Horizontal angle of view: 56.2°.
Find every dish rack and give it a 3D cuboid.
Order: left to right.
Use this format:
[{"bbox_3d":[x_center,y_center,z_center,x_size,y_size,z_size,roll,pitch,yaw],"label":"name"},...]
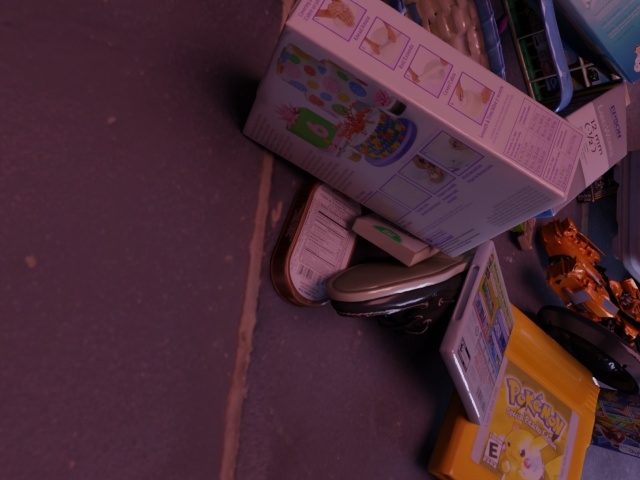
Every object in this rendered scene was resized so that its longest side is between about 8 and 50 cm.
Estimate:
[{"bbox_3d":[0.707,-0.032,1.310,0.332,0.072,0.286,25,69,-47],"label":"dish rack"}]

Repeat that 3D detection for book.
[{"bbox_3d":[0.119,-0.011,0.852,0.144,0.096,0.035,-21,138,-56],"label":"book"}]

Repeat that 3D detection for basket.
[{"bbox_3d":[0.185,-0.278,0.815,0.201,0.289,0.255,-20,103,-32],"label":"basket"}]

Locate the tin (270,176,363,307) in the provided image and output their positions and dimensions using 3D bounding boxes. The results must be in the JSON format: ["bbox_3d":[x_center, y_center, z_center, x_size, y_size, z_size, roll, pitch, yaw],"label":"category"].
[{"bbox_3d":[0.000,0.000,0.816,0.106,0.040,0.190,34,67,-36],"label":"tin"}]

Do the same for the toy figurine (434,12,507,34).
[{"bbox_3d":[0.249,-0.401,1.010,0.159,0.130,0.173,31,43,-47],"label":"toy figurine"}]

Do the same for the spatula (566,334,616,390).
[{"bbox_3d":[0.567,0.262,1.167,0.019,0.168,0.242,-44,118,-15],"label":"spatula"}]

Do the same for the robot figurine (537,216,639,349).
[{"bbox_3d":[0.535,0.093,1.160,0.291,0.085,0.211,35,42,-24],"label":"robot figurine"}]

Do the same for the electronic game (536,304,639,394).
[{"bbox_3d":[0.488,0.194,1.067,0.048,0.229,0.229,-49,117,-9],"label":"electronic game"}]

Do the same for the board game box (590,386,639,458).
[{"bbox_3d":[0.561,0.342,1.125,0.035,0.201,0.136,-37,110,-29],"label":"board game box"}]

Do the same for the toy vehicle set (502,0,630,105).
[{"bbox_3d":[0.449,-0.356,1.106,0.035,0.166,0.267,-31,106,-38],"label":"toy vehicle set"}]

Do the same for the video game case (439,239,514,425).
[{"bbox_3d":[0.237,0.139,0.887,0.193,0.023,0.212,-61,140,-30],"label":"video game case"}]

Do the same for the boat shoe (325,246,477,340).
[{"bbox_3d":[0.132,0.082,0.852,0.340,0.127,0.113,-14,107,-54],"label":"boat shoe"}]

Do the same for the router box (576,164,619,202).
[{"bbox_3d":[0.589,-0.135,1.282,0.122,0.038,0.092,-15,96,-37],"label":"router box"}]

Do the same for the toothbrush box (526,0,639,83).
[{"bbox_3d":[0.376,-0.397,0.879,0.295,0.216,0.126,36,110,-24],"label":"toothbrush box"}]

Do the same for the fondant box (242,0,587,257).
[{"bbox_3d":[0.090,-0.124,0.696,0.330,0.238,0.096,29,68,-8],"label":"fondant box"}]

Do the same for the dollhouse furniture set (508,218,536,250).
[{"bbox_3d":[0.348,-0.045,1.098,0.152,0.058,0.076,47,51,-48],"label":"dollhouse furniture set"}]

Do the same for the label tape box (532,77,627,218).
[{"bbox_3d":[0.324,-0.141,0.941,0.347,0.249,0.115,-28,104,-36],"label":"label tape box"}]

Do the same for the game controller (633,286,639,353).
[{"bbox_3d":[0.830,0.173,1.448,0.319,0.067,0.167,-15,82,-38],"label":"game controller"}]

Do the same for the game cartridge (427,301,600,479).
[{"bbox_3d":[0.341,0.302,1.003,0.285,0.052,0.324,38,61,-17],"label":"game cartridge"}]
